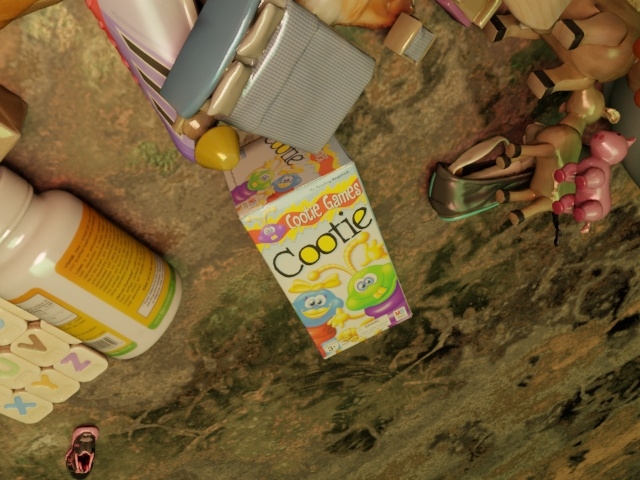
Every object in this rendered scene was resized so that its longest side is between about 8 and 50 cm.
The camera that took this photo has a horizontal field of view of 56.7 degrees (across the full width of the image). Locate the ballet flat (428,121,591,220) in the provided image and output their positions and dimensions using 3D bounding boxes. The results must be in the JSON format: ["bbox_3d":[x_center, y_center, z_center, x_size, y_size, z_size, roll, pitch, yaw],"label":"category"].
[{"bbox_3d":[0.288,-0.107,0.845,0.280,0.095,0.096,-18,118,-8],"label":"ballet flat"}]

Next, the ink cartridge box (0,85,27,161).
[{"bbox_3d":[-0.439,-0.117,0.554,0.193,0.088,0.234,-43,129,12],"label":"ink cartridge box"}]

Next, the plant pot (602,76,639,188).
[{"bbox_3d":[0.514,-0.191,0.797,0.292,0.196,0.293,-10,128,-13],"label":"plant pot"}]

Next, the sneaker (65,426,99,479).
[{"bbox_3d":[-0.385,0.357,0.956,0.047,0.057,0.119,3,126,-25],"label":"sneaker"}]

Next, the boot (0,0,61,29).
[{"bbox_3d":[-0.250,-0.209,0.407,0.211,0.295,0.104,-40,105,-38],"label":"boot"}]

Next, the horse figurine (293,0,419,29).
[{"bbox_3d":[-0.011,-0.257,0.608,0.263,0.066,0.175,-33,151,-15],"label":"horse figurine"}]

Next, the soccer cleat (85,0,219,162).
[{"bbox_3d":[-0.169,-0.219,0.579,0.116,0.109,0.319,-7,126,-2],"label":"soccer cleat"}]

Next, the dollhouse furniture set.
[{"bbox_3d":[0.060,-0.153,0.559,0.286,0.198,0.303,12,118,-54],"label":"dollhouse furniture set"}]

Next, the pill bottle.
[{"bbox_3d":[-0.292,0.027,0.688,0.136,0.136,0.245,-38,130,9],"label":"pill bottle"}]

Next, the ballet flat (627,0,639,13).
[{"bbox_3d":[0.385,-0.352,0.721,0.067,0.073,0.206,12,122,4],"label":"ballet flat"}]

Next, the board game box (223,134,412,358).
[{"bbox_3d":[0.000,0.000,0.777,0.142,0.144,0.275,-26,130,0],"label":"board game box"}]

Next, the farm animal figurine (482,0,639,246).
[{"bbox_3d":[0.316,-0.191,0.674,0.172,0.327,0.330,-16,169,-19],"label":"farm animal figurine"}]

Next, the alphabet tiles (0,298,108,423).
[{"bbox_3d":[-0.449,0.159,0.804,0.284,0.021,0.278,-37,130,9],"label":"alphabet tiles"}]
